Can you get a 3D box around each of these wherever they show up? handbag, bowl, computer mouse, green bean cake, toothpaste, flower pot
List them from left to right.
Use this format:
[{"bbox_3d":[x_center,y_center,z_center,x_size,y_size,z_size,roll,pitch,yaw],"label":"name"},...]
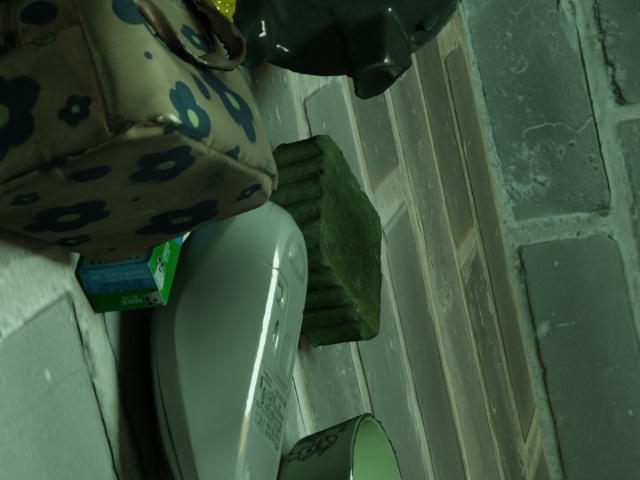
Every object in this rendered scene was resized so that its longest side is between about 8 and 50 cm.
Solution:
[{"bbox_3d":[-0.157,-0.109,1.215,0.251,0.190,0.193,28,41,-68],"label":"handbag"},{"bbox_3d":[-0.144,-0.048,1.426,0.266,0.065,0.050,-81,161,-49],"label":"toothpaste"},{"bbox_3d":[-0.090,0.105,1.430,0.184,0.121,0.296,66,34,-75],"label":"computer mouse"},{"bbox_3d":[0.000,0.000,1.850,0.185,0.094,0.183,64,23,-45],"label":"green bean cake"},{"bbox_3d":[0.013,0.282,1.697,0.211,0.112,0.211,-8,90,-75],"label":"bowl"},{"bbox_3d":[0.032,-0.317,1.774,0.299,0.299,0.282,64,19,-46],"label":"flower pot"}]

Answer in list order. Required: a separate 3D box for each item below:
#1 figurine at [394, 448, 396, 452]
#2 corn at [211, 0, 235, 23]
[{"bbox_3d":[0.041,0.305,1.836,0.102,0.112,0.195,90,-8,-74],"label":"figurine"},{"bbox_3d":[-0.122,-0.282,1.390,0.144,0.144,0.387,19,79,-73],"label":"corn"}]
